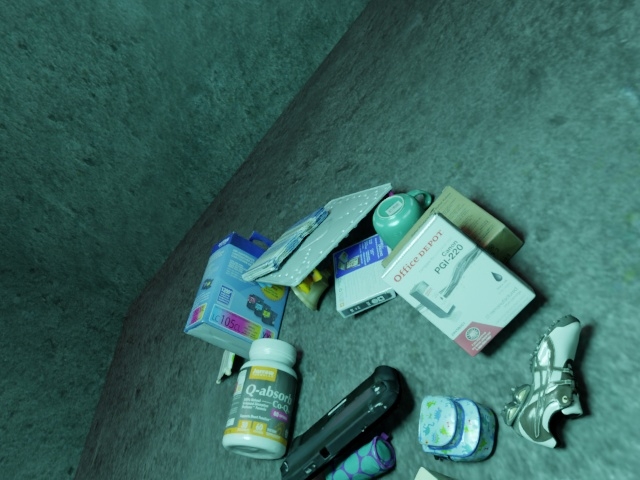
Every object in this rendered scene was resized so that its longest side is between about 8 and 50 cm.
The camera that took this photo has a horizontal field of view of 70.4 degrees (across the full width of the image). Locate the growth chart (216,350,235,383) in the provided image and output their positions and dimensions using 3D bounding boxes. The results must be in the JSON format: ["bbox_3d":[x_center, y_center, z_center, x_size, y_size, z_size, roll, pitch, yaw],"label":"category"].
[{"bbox_3d":[-0.324,0.408,1.590,0.237,0.021,0.171,129,156,-56],"label":"growth chart"}]

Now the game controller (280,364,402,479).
[{"bbox_3d":[0.043,0.387,0.947,0.319,0.067,0.166,-43,-5,10],"label":"game controller"}]

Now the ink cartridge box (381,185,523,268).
[{"bbox_3d":[0.268,0.029,0.960,0.234,0.088,0.193,-51,34,14],"label":"ink cartridge box"}]

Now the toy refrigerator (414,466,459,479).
[{"bbox_3d":[0.149,0.496,0.680,0.269,0.102,0.094,-62,27,-7],"label":"toy refrigerator"}]

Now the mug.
[{"bbox_3d":[0.201,-0.065,1.147,0.130,0.097,0.157,-11,46,36],"label":"mug"}]

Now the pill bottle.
[{"bbox_3d":[-0.149,0.414,1.202,0.162,0.162,0.278,-32,37,42],"label":"pill bottle"}]

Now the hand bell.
[{"bbox_3d":[0.034,0.082,1.339,0.242,0.126,0.126,-41,29,4],"label":"hand bell"}]

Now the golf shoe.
[{"bbox_3d":[0.356,0.210,0.675,0.094,0.077,0.198,27,93,52],"label":"golf shoe"}]

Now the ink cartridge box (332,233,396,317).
[{"bbox_3d":[0.133,0.077,1.183,0.208,0.045,0.206,-27,39,21],"label":"ink cartridge box"}]

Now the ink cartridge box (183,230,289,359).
[{"bbox_3d":[-0.254,0.161,1.521,0.151,0.270,0.395,-30,39,42],"label":"ink cartridge box"}]

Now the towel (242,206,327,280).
[{"bbox_3d":[-0.110,0.014,1.397,0.285,0.034,0.209,-48,14,-35],"label":"towel"}]

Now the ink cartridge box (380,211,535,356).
[{"bbox_3d":[0.242,0.074,0.823,0.158,0.218,0.092,-51,-9,14],"label":"ink cartridge box"}]

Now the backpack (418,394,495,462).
[{"bbox_3d":[0.225,0.314,0.761,0.114,0.084,0.105,-19,49,48],"label":"backpack"}]

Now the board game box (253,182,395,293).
[{"bbox_3d":[0.000,0.000,1.326,0.390,0.050,0.390,-45,14,-19],"label":"board game box"}]

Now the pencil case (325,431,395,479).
[{"bbox_3d":[0.075,0.443,0.899,0.152,0.064,0.070,-41,14,29],"label":"pencil case"}]
